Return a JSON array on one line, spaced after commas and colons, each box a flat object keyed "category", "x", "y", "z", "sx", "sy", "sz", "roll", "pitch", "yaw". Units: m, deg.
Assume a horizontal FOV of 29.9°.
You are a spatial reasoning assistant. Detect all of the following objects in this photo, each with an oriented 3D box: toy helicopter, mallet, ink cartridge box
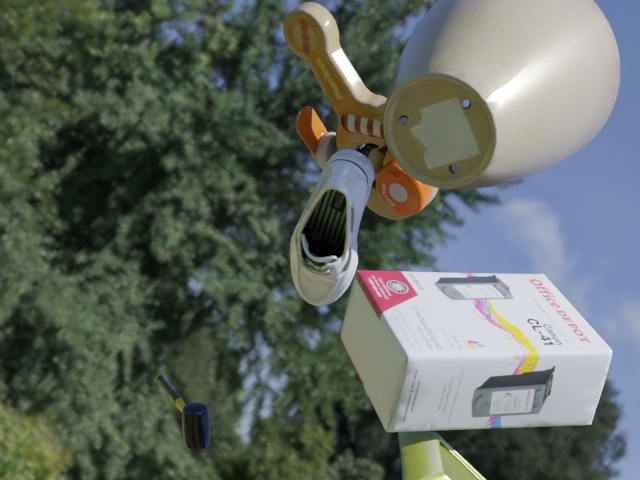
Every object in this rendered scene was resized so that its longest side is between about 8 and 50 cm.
[{"category": "toy helicopter", "x": 0.045, "y": -0.188, "z": 1.788, "sx": 0.235, "sy": 0.140, "sz": 0.355, "roll": -17, "pitch": -72, "yaw": 50}, {"category": "mallet", "x": -0.203, "y": 0.248, "z": 1.744, "sx": 0.190, "sy": 0.039, "sz": 0.062, "roll": -157, "pitch": -119, "yaw": -64}, {"category": "ink cartridge box", "x": 0.208, "y": 0.148, "z": 1.657, "sx": 0.226, "sy": 0.306, "sz": 0.131, "roll": -121, "pitch": -144, "yaw": -56}]

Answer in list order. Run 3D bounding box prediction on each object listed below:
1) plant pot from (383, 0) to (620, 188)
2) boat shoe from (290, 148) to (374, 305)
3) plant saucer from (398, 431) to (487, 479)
[{"category": "plant pot", "x": 0.183, "y": -0.163, "z": 1.359, "sx": 0.256, "sy": 0.274, "sz": 0.256, "roll": 10, "pitch": -64, "yaw": 23}, {"category": "boat shoe", "x": 0.000, "y": 0.000, "z": 1.351, "sx": 0.083, "sy": 0.076, "sz": 0.226, "roll": 20, "pitch": -48, "yaw": 12}, {"category": "plant saucer", "x": 0.185, "y": 0.331, "z": 1.558, "sx": 0.188, "sy": 0.045, "sz": 0.188, "roll": 44, "pitch": 11, "yaw": -9}]
